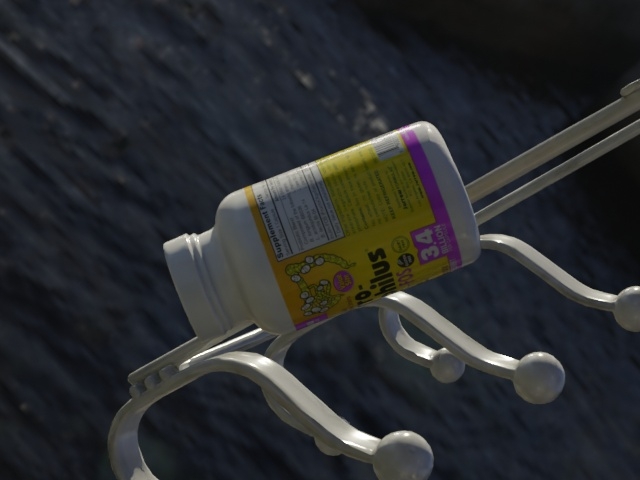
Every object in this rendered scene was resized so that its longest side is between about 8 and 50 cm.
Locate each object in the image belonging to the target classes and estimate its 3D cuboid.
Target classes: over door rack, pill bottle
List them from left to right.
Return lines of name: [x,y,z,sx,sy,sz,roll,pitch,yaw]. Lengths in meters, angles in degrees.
pill bottle: [0.000,0.000,0.457,0.043,0.083,0.043,-21,90,-90]
over door rack: [0.090,-0.003,0.647,0.108,0.324,0.239,52,34,10]
